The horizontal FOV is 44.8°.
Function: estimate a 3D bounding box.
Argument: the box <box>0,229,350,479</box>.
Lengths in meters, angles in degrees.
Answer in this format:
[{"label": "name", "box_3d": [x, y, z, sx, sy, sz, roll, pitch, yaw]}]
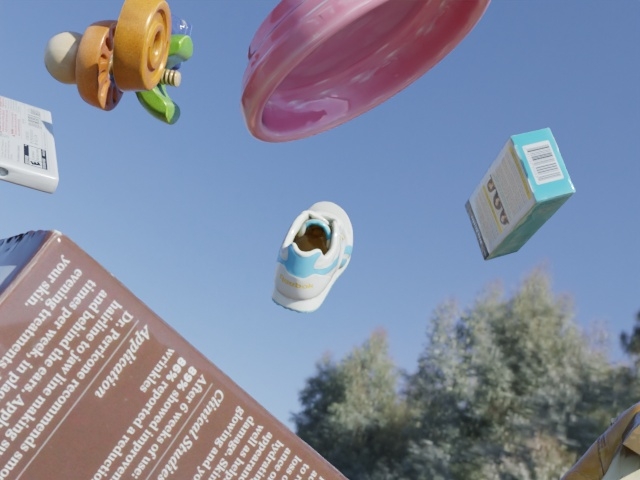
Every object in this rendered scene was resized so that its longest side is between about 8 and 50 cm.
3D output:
[{"label": "box", "box_3d": [-0.114, 0.186, 0.525, 0.381, 0.191, 0.143, 47, -28, -24]}]

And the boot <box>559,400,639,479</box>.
[{"label": "boot", "box_3d": [0.411, 0.357, 1.132, 0.104, 0.295, 0.211, 40, 10, 20]}]

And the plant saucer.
[{"label": "plant saucer", "box_3d": [0.042, -0.238, 0.916, 0.084, 0.332, 0.332, 60, -20, 8]}]

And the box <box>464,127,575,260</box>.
[{"label": "box", "box_3d": [0.281, -0.059, 1.124, 0.060, 0.100, 0.244, -14, -18, -9]}]

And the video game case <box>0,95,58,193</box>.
[{"label": "video game case", "box_3d": [-0.606, -0.198, 1.319, 0.300, 0.036, 0.329, 16, 22, -28]}]

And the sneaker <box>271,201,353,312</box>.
[{"label": "sneaker", "box_3d": [0.000, 0.000, 1.025, 0.087, 0.228, 0.092, 15, -59, 3]}]

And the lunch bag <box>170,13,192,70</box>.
[{"label": "lunch bag", "box_3d": [-0.262, -0.333, 1.315, 0.065, 0.098, 0.067, 15, 2, -44]}]

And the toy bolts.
[{"label": "toy bolts", "box_3d": [-0.223, -0.256, 0.817, 0.159, 0.228, 0.218, 13, 3, 2]}]
